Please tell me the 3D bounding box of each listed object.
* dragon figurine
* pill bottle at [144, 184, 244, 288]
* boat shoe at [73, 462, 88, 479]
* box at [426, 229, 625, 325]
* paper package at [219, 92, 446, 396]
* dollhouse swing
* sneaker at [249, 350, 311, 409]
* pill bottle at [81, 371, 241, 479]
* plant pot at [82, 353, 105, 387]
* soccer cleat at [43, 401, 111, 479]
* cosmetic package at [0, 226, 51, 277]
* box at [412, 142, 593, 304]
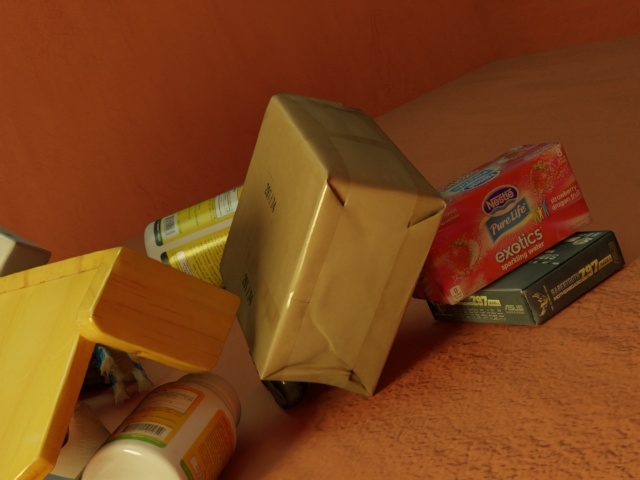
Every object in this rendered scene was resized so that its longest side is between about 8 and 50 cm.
[{"bbox_3d":[-0.352,0.176,2.011,0.085,0.289,0.144,-29,51,-15],"label":"dragon figurine"},{"bbox_3d":[-0.186,-0.007,2.527,0.334,0.188,0.188,-21,12,8],"label":"pill bottle"},{"bbox_3d":[-0.312,0.346,1.459,0.095,0.084,0.258,-19,12,19],"label":"boat shoe"},{"bbox_3d":[0.282,0.051,1.688,0.183,0.059,0.232,-31,13,-27],"label":"box"},{"bbox_3d":[0.000,0.000,1.625,0.168,0.309,0.325,10,21,-22],"label":"paper package"},{"bbox_3d":[-0.323,0.201,1.493,0.346,0.305,0.315,-14,-27,34],"label":"dollhouse swing"},{"bbox_3d":[-0.023,0.166,1.711,0.132,0.086,0.228,-23,11,-9],"label":"sneaker"},{"bbox_3d":[-0.183,0.257,1.477,0.136,0.136,0.246,-19,12,21],"label":"pill bottle"},{"bbox_3d":[-0.449,0.203,2.202,0.165,0.167,0.167,-8,17,28],"label":"plant pot"},{"bbox_3d":[-0.433,0.321,1.659,0.331,0.143,0.116,-22,12,10],"label":"soccer cleat"},{"bbox_3d":[-0.656,0.165,1.941,0.453,0.230,0.161,-63,-13,-3],"label":"cosmetic package"},{"bbox_3d":[0.231,-0.026,1.665,0.257,0.128,0.122,-28,11,-19],"label":"box"}]
